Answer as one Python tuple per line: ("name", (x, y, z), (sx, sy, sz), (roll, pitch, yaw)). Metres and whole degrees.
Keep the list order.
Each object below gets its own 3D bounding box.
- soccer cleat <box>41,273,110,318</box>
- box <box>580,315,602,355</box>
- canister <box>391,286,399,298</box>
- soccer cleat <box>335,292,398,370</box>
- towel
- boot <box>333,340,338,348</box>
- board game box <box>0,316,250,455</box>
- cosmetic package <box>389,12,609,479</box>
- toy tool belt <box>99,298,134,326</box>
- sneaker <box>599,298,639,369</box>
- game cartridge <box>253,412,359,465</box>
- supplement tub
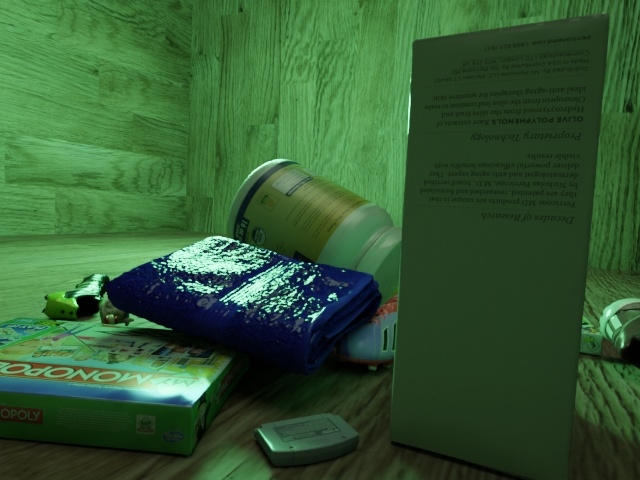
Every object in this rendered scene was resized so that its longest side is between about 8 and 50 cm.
("soccer cleat", (-0.426, 0.106, 0.819), (0.073, 0.060, 0.179), (13, 11, 1))
("box", (0.433, 0.159, 0.828), (0.114, 0.036, 0.207), (4, 4, 20))
("canister", (0.080, 0.109, 1.013), (0.170, 0.073, 0.126), (1, 4, -8))
("soccer cleat", (0.104, 0.123, 0.667), (0.083, 0.094, 0.248), (6, 5, 38))
("towel", (-0.094, 0.063, 0.598), (0.309, 0.076, 0.228), (10, 15, 25))
("boot", (-0.089, 0.111, 0.736), (0.281, 0.096, 0.264), (11, 0, 34))
("board game box", (-0.255, 0.141, 0.482), (0.318, 0.046, 0.213), (4, 3, 4))
("cosmetic package", (0.174, 0.007, 0.446), (0.155, 0.364, 0.197), (3, 6, 26))
("toy tool belt", (-0.324, 0.117, 0.720), (0.051, 0.052, 0.083), (-9, 11, -32))
("sneaker", (0.541, 0.164, 0.594), (0.282, 0.106, 0.162), (4, 18, 25))
("game cartridge", (-0.011, 0.175, 0.395), (0.084, 0.017, 0.056), (1, 1, -26))
("supplement tub", (0.000, 0.000, 0.874), (0.316, 0.228, 0.228), (32, 17, 25))
